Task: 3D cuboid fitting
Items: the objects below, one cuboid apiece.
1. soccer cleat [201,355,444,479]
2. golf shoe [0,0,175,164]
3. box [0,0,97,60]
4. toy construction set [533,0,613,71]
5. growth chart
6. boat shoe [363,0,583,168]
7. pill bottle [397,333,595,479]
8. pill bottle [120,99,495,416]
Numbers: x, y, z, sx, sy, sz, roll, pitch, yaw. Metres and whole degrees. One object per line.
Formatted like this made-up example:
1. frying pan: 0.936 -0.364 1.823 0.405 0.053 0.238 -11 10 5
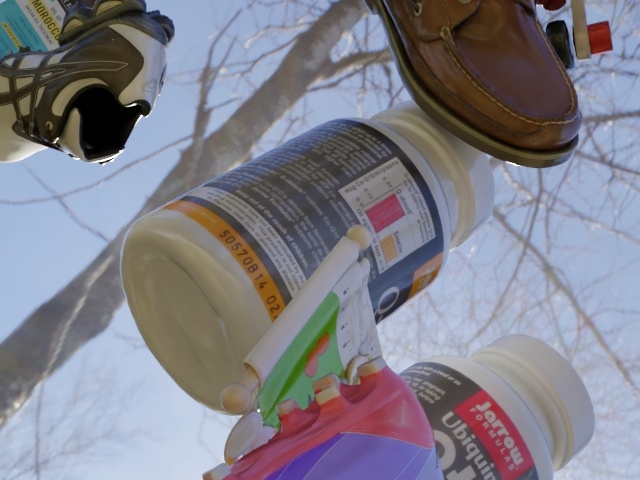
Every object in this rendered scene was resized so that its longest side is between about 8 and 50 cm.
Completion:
1. soccer cleat: -0.030 0.137 0.409 0.083 0.248 0.095 -30 -92 46
2. golf shoe: -0.178 -0.086 0.638 0.198 0.093 0.077 -28 -33 37
3. box: -0.375 -0.298 1.288 0.060 0.244 0.100 4 -50 54
4. toy construction set: 0.276 -0.363 1.040 0.309 0.237 0.257 -30 -62 33
5. growth chart: 0.006 0.107 0.602 0.021 0.172 0.237 16 -34 26
6. boat shoe: 0.110 -0.189 0.757 0.307 0.111 0.104 57 -32 32
7. pill bottle: 0.088 0.208 0.823 0.176 0.319 0.176 36 -39 37
8. pill bottle: 0.000 0.000 0.731 0.162 0.278 0.162 31 -43 34
